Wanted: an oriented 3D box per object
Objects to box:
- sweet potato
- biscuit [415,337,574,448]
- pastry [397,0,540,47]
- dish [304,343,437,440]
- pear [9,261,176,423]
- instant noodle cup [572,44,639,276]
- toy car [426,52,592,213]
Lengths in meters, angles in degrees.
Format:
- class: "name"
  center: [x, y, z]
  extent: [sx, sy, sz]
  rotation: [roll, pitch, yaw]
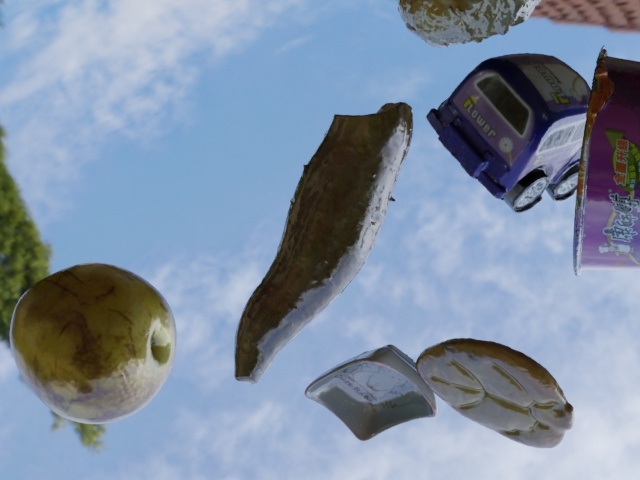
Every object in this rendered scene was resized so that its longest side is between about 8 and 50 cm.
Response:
- class: "sweet potato"
  center: [0.000, 0.000, 0.737]
  extent: [0.077, 0.077, 0.244]
  rotation: [38, -76, 52]
- class: "biscuit"
  center: [0.254, 0.225, 1.428]
  extent: [0.260, 0.203, 0.041]
  rotation: [16, -129, 33]
- class: "pastry"
  center: [0.192, -0.319, 1.188]
  extent: [0.182, 0.093, 0.192]
  rotation: [4, -137, 40]
- class: "dish"
  center: [0.091, 0.245, 1.607]
  extent: [0.212, 0.151, 0.077]
  rotation: [-33, -159, 47]
- class: "pear"
  center: [-0.382, 0.171, 1.625]
  extent: [0.280, 0.281, 0.281]
  rotation: [-14, -146, 9]
- class: "instant noodle cup"
  center: [0.379, -0.074, 1.010]
  extent: [0.190, 0.251, 0.251]
  rotation: [7, -139, 19]
- class: "toy car"
  center: [0.277, -0.156, 1.257]
  extent: [0.235, 0.158, 0.172]
  rotation: [-13, -123, -42]
